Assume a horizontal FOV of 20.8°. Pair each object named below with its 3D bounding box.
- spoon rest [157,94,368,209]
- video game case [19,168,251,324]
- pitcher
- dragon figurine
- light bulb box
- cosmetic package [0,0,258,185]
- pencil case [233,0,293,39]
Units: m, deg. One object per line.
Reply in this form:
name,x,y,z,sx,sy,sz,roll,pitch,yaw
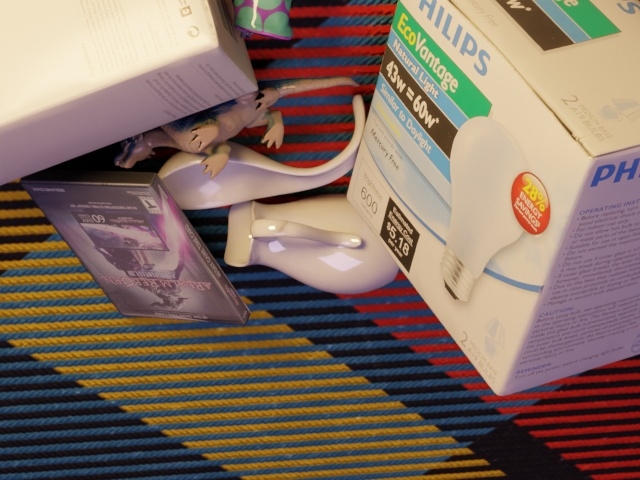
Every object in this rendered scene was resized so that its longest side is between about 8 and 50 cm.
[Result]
spoon rest,-0.068,-0.090,2.089,0.276,0.084,0.137,-19,157,4
video game case,-0.224,0.010,2.141,0.196,0.026,0.274,3,142,30
pitcher,0.000,0.000,2.149,0.207,0.178,0.125,7,88,-14
dragon figurine,-0.110,-0.161,2.020,0.289,0.144,0.085,-31,134,-9
light bulb box,0.238,-0.090,1.944,0.225,0.358,0.361,-15,139,-28
cosmetic package,-0.273,-0.185,1.865,0.366,0.155,0.197,-18,168,6
pencil case,-0.053,-0.291,1.866,0.064,0.151,0.070,8,-179,39
